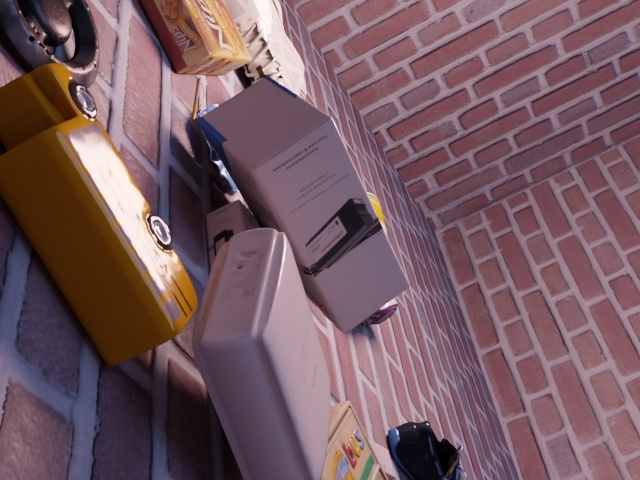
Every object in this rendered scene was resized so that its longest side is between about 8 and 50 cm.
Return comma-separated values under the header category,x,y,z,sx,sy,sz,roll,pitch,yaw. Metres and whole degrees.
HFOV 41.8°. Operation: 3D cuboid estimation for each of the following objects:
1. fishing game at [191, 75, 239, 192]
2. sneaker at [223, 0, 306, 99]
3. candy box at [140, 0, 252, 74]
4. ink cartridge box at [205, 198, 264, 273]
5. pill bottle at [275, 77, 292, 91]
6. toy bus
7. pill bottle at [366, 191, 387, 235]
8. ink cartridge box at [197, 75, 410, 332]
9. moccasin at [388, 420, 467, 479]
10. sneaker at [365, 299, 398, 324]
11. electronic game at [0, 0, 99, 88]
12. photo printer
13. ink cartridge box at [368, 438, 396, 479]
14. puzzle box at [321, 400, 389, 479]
category,x,y,z,sx,sy,sz,roll,pitch,yaw
fishing game,-0.194,-0.178,1.653,0.264,0.041,0.189,58,22,-45
sneaker,-0.136,-0.462,2.090,0.447,0.169,0.258,52,16,-48
candy box,-0.261,-0.453,1.791,0.183,0.087,0.316,63,14,-4
ink cartridge box,-0.129,0.039,1.429,0.127,0.072,0.175,52,18,-43
pill bottle,-0.068,-0.202,1.883,0.302,0.169,0.169,62,14,-5
toy bus,-0.272,-0.032,0.967,0.333,0.108,0.130,62,16,-12
pill bottle,0.128,-0.039,2.411,0.118,0.117,0.208,54,17,-34
ink cartridge box,-0.028,-0.066,1.534,0.285,0.166,0.395,44,-15,54
moccasin,0.273,0.522,1.941,0.342,0.116,0.138,48,21,-48
sneaker,0.092,0.128,2.062,0.152,0.114,0.305,54,6,19
electronic game,-0.386,-0.314,1.168,0.229,0.048,0.229,53,26,-40
photo printer,-0.062,0.176,1.105,0.256,0.107,0.308,-82,160,-58
ink cartridge box,0.112,0.442,1.683,0.115,0.029,0.063,43,25,-52
puzzle box,0.048,0.449,1.391,0.272,0.052,0.409,63,14,-1
